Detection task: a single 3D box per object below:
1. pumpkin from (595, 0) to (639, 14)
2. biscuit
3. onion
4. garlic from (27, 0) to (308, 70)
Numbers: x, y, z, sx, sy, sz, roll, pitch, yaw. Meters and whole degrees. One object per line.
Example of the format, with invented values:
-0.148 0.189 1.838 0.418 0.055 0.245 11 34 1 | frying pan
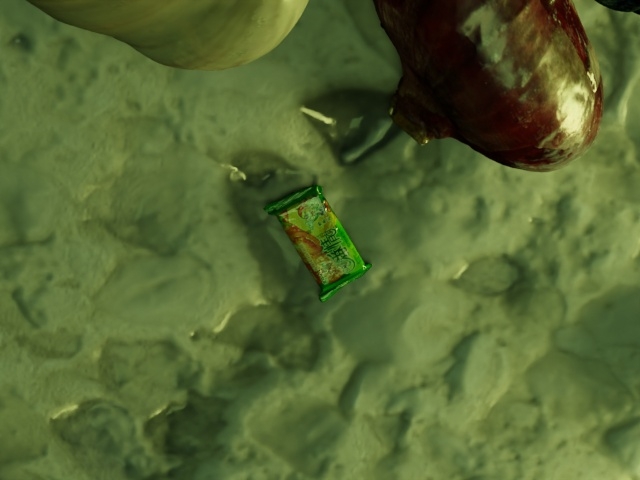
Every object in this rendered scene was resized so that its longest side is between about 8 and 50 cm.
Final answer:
0.219 -0.238 0.868 0.194 0.150 0.194 4 81 -29 | pumpkin
0.000 0.000 0.991 0.046 0.016 0.089 -29 112 4 | biscuit
0.112 -0.121 0.916 0.151 0.098 0.206 -43 111 8 | onion
-0.102 -0.255 0.753 0.317 0.259 0.317 -29 142 -26 | garlic
